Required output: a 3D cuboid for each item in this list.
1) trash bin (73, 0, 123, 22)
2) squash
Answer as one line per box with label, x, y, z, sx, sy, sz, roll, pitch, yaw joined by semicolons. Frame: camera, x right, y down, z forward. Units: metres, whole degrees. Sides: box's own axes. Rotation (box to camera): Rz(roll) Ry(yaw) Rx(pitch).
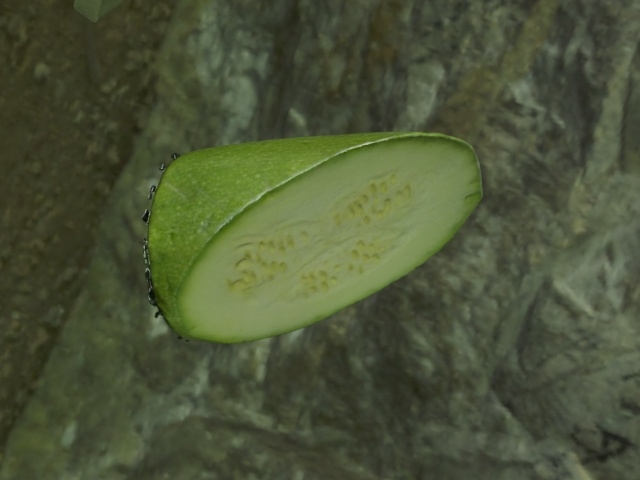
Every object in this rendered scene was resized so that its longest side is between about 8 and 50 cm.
trash bin;-0.314;-0.371;1.502;0.092;0.043;0.061;-48;170;-43
squash;0.000;0.000;0.887;0.189;0.260;0.189;1;90;-73
